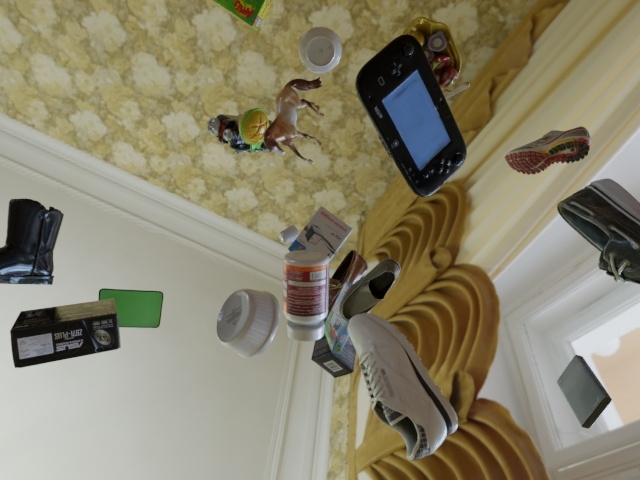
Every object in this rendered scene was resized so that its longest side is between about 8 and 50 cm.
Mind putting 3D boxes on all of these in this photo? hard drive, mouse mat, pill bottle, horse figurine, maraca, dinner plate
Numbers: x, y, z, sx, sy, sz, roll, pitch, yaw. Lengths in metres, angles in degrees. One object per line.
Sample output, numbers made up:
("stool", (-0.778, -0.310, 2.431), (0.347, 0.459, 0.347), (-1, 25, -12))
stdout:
("hard drive", (0.597, 0.341, 0.934), (0.022, 0.094, 0.135), (16, -154, -1))
("mouse mat", (-0.615, 0.222, 1.330), (0.190, 0.152, 0.007), (6, -154, -23))
("pill bottle", (-0.038, 0.144, 1.083), (0.121, 0.220, 0.121), (1, -168, 0))
("horse figurine", (-0.068, -0.326, 1.091), (0.175, 0.066, 0.262), (17, -105, -37))
("maraca", (-0.232, -0.395, 1.467), (0.099, 0.185, 0.127), (38, -101, 18))
("dinner plate", (0.000, -0.617, 1.336), (0.141, 0.141, 0.017), (25, -150, -17))

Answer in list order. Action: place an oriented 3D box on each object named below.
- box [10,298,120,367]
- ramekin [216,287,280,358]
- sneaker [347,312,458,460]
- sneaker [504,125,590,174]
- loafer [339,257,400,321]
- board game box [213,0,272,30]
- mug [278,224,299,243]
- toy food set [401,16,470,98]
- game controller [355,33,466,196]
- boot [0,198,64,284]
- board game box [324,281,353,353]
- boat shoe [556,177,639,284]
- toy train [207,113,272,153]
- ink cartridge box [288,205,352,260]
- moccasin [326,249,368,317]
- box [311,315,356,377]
("box", (-0.522, 0.185, 0.854), (0.180, 0.147, 0.077), (-6, -81, -30))
("ramekin", (-0.293, 0.313, 1.607), (0.127, 0.273, 0.272), (30, -146, -38))
("sneaker", (0.109, 0.219, 0.649), (0.095, 0.090, 0.235), (-22, -121, -30))
("sneaker", (0.629, -0.250, 1.143), (0.088, 0.225, 0.092), (47, -121, -26))
("loafer", (0.147, 0.159, 1.273), (0.094, 0.251, 0.087), (38, -166, -2))
("board game box", (-0.183, -0.504, 0.797), (0.181, 0.092, 0.043), (32, -163, -4))
("mug", (-0.122, -0.014, 1.534), (0.064, 0.078, 0.062), (-25, -115, -29))
("toy food set", (0.265, -0.418, 0.989), (0.217, 0.128, 0.071), (52, -128, -28))
("game controller", (0.193, -0.243, 0.844), (0.166, 0.067, 0.319), (-48, -59, -16))
("boot", (-0.742, 0.000, 0.969), (0.246, 0.094, 0.206), (15, -105, -65))
("board game box", (0.081, 0.278, 1.495), (0.039, 0.211, 0.160), (21, -166, -19))
("boat shoe", (0.551, 0.025, 0.724), (0.121, 0.119, 0.335), (52, -164, -38))
("toy train", (-0.323, -0.458, 1.731), (0.190, 0.142, 0.334), (28, -156, 18))
("ink cartridge box", (0.000, 0.000, 1.412), (0.140, 0.190, 0.082), (36, 175, 5))
("moccasin", (0.070, 0.208, 1.890), (0.147, 0.380, 0.139), (46, 169, -27))
("box", (0.065, 0.436, 1.713), (0.153, 0.108, 0.207), (45, -145, -23))
